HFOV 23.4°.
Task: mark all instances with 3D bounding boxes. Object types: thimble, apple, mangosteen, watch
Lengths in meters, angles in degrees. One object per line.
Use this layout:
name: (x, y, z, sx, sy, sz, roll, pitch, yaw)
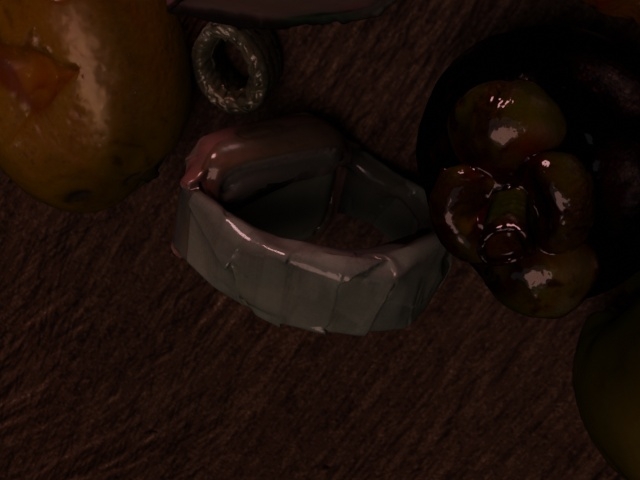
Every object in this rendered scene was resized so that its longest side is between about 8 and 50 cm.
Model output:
thimble: (-0.087, -0.190, 1.609, 0.084, 0.062, 0.110, 3, 121, 19)
apple: (0.388, 0.147, 1.516, 0.257, 0.233, 0.295, 35, 126, -4)
mangosteen: (0.211, -0.057, 1.433, 0.233, 0.287, 0.288, 5, 124, -6)
watch: (0.000, 0.000, 1.574, 0.241, 0.253, 0.162, 50, 142, 37)

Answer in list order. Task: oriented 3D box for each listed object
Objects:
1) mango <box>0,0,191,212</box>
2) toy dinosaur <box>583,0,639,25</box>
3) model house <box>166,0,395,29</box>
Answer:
mango: (-0.258, -0.208, 1.610, 0.253, 0.182, 0.365, 3, 109, 26)
toy dinosaur: (0.220, -0.305, 1.388, 0.432, 0.097, 0.208, 35, 126, 25)
model house: (-0.025, -0.338, 1.418, 0.237, 0.202, 0.237, 157, 111, -67)
